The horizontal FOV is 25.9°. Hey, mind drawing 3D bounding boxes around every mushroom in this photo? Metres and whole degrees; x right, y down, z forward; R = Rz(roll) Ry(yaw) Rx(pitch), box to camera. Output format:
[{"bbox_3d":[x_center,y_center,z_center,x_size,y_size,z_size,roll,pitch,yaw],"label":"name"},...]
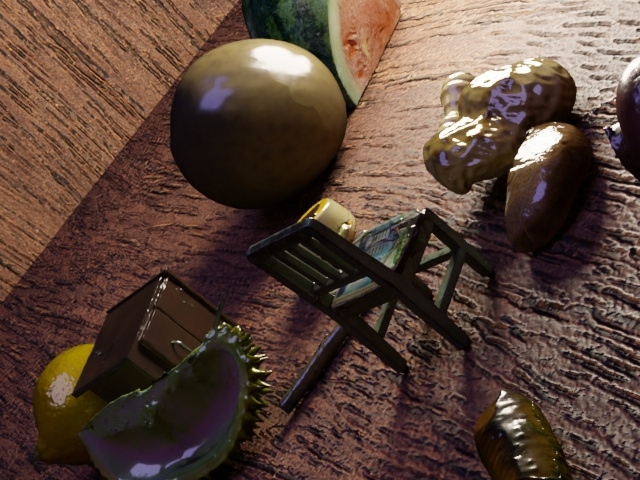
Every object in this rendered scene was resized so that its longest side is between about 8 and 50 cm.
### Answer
[{"bbox_3d":[0.287,-0.083,1.731,0.094,0.072,0.209,-11,42,46],"label":"mushroom"}]

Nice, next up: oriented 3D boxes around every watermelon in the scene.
[{"bbox_3d":[0.035,-0.390,2.555,0.293,0.283,0.250,-28,9,-5],"label":"watermelon"}]

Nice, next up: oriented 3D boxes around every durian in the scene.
[{"bbox_3d":[-0.195,0.254,1.993,0.355,0.169,0.157,-42,20,25],"label":"durian"}]

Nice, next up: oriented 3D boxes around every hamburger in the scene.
[{"bbox_3d":[0.000,0.000,2.157,0.126,0.081,0.141,-46,9,5],"label":"hamburger"}]

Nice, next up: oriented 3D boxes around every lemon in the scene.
[{"bbox_3d":[-0.394,0.275,2.341,0.187,0.187,0.244,-22,32,51],"label":"lemon"}]

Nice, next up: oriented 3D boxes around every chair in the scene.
[{"bbox_3d":[0.066,0.025,1.715,0.136,0.270,0.147,-27,31,47],"label":"chair"}]

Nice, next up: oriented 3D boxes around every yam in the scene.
[{"bbox_3d":[0.015,0.143,1.954,0.234,0.029,0.027,-54,10,-13],"label":"yam"}]

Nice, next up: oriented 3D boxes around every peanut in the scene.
[{"bbox_3d":[0.238,-0.155,1.894,0.233,0.110,0.197,-54,26,-11],"label":"peanut"}]

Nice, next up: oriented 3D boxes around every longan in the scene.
[{"bbox_3d":[-0.114,-0.206,2.449,0.319,0.319,0.319,-41,22,21],"label":"longan"}]

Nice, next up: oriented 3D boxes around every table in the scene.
[{"bbox_3d":[-0.257,0.191,2.225,0.172,0.169,0.193,-33,26,37],"label":"table"}]

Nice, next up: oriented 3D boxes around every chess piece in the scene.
[{"bbox_3d":[0.206,-0.189,2.089,0.066,0.066,0.122,-31,32,40],"label":"chess piece"}]

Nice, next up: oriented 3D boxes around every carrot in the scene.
[{"bbox_3d":[0.201,0.218,1.381,0.082,0.082,0.173,-44,20,15],"label":"carrot"}]

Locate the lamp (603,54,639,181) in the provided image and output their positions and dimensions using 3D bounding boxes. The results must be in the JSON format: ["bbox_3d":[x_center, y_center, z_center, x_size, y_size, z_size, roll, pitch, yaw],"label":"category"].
[{"bbox_3d":[0.422,-0.145,1.441,0.258,0.180,0.180,-32,27,36],"label":"lamp"}]
